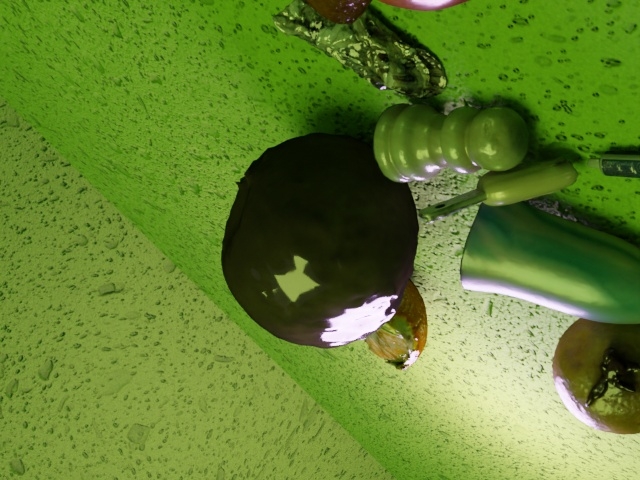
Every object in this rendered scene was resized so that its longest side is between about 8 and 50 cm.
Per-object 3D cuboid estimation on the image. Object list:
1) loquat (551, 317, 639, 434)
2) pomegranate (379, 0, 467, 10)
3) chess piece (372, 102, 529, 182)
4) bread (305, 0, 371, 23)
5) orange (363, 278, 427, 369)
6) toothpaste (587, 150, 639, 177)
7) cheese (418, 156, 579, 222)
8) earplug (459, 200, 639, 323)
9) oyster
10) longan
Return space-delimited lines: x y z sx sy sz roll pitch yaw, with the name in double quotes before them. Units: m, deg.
"loquat" 0.519 0.224 1.395 0.244 0.244 0.244 32 157 15
"pomegranate" 0.112 -0.369 0.837 0.264 0.264 0.264 32 157 15
"chess piece" 0.212 -0.158 1.277 0.243 0.133 0.133 4 140 46
"bread" 0.036 -0.388 1.115 0.132 0.103 0.172 46 157 -5
"orange" 0.114 0.151 1.931 0.335 0.196 0.262 29 142 12
"toothpaste" 0.459 -0.103 1.112 0.197 0.034 0.057 9 153 46
"cheese" 0.263 -0.075 1.247 0.127 0.235 0.049 -135 24 -72
"earplug" 0.411 0.041 1.314 0.324 0.185 0.185 19 152 25
"oyster" 0.075 -0.305 1.280 0.252 0.087 0.199 38 162 -34
"longan" -0.003 -0.005 1.546 0.404 0.404 0.436 31 163 17
